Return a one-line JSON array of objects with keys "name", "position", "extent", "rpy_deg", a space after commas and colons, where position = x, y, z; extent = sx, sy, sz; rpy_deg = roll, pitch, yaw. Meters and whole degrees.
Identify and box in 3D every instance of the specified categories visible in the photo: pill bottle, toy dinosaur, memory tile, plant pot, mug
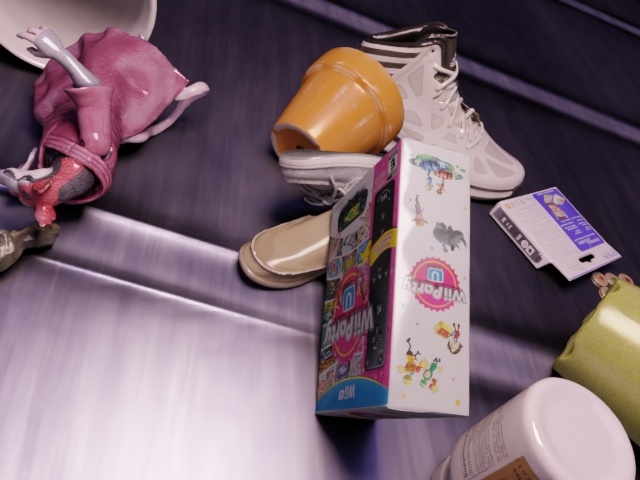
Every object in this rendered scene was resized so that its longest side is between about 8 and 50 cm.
[{"name": "pill bottle", "position": [0.225, 0.265, 0.620], "extent": [0.131, 0.229, 0.131], "rpy_deg": [13, 47, -15]}, {"name": "toy dinosaur", "position": [-0.443, 0.023, 0.640], "extent": [0.118, 0.064, 0.268], "rpy_deg": [39, 49, 1]}, {"name": "memory tile", "position": [0.610, 0.125, 1.077], "extent": [0.113, 0.012, 0.148], "rpy_deg": [6, 50, -21]}, {"name": "plant pot", "position": [0.016, -0.211, 0.980], "extent": [0.205, 0.205, 0.188], "rpy_deg": [38, 62, 10]}, {"name": "plant pot", "position": [0.516, 0.201, 0.819], "extent": [0.254, 0.276, 0.276], "rpy_deg": [37, 44, 25]}, {"name": "mug", "position": [-0.480, -0.481, 0.946], "extent": [0.374, 0.276, 0.328], "rpy_deg": [-17, 49, 0]}]

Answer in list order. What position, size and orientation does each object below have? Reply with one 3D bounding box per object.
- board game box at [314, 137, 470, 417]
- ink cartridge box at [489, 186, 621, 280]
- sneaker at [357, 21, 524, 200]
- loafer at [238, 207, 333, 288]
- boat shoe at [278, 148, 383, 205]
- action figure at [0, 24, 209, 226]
[{"name": "board game box", "position": [0.084, 0.062, 0.674], "extent": [0.097, 0.224, 0.304], "rpy_deg": [11, 68, -17]}, {"name": "ink cartridge box", "position": [0.486, -0.011, 1.114], "extent": [0.206, 0.045, 0.208], "rpy_deg": [-14, 57, -34]}, {"name": "sneaker", "position": [0.253, -0.262, 1.075], "extent": [0.447, 0.257, 0.169], "rpy_deg": [26, 45, -3]}, {"name": "loafer", "position": [0.000, 0.000, 0.842], "extent": [0.268, 0.092, 0.102], "rpy_deg": [-12, 57, -33]}, {"name": "boat shoe", "position": [0.058, -0.086, 0.877], "extent": [0.118, 0.103, 0.320], "rpy_deg": [11, 5, 38]}, {"name": "action figure", "position": [-0.338, -0.143, 0.774], "extent": [0.275, 0.248, 0.370], "rpy_deg": [32, 34, -35]}]
